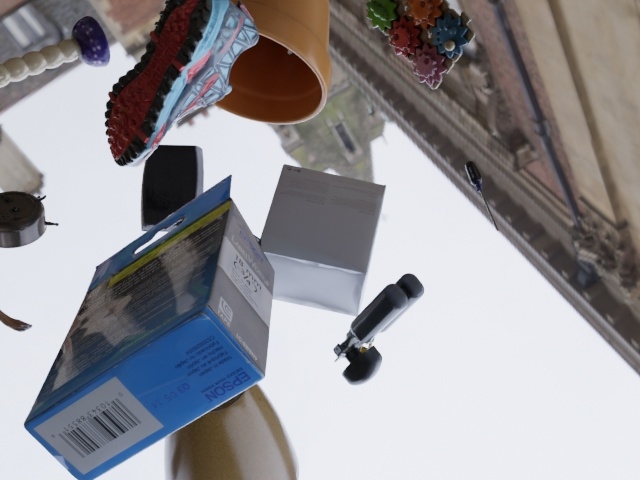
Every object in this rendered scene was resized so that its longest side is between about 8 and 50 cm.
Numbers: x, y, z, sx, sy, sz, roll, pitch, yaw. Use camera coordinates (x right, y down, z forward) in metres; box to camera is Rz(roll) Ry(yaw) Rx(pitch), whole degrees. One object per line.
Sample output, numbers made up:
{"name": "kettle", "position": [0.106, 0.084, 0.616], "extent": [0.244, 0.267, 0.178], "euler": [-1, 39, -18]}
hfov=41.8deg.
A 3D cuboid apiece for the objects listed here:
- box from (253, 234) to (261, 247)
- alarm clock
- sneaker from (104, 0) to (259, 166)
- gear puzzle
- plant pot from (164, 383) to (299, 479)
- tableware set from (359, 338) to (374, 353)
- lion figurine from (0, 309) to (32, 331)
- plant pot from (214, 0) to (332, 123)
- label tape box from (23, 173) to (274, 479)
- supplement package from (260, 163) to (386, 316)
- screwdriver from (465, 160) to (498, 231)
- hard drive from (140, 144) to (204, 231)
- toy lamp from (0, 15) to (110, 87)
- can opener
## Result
{"name": "box", "position": [-0.126, 0.008, 1.266], "extent": [0.018, 0.083, 0.067], "euler": [-32, -140, 31]}
{"name": "alarm clock", "position": [-0.626, -0.039, 1.648], "extent": [0.192, 0.064, 0.129], "euler": [-23, -132, -28]}
{"name": "sneaker", "position": [-0.165, -0.182, 1.032], "extent": [0.262, 0.125, 0.104], "euler": [-48, -123, 29]}
{"name": "gear puzzle", "position": [0.163, -0.479, 1.711], "extent": [0.044, 0.175, 0.339], "euler": [-24, -110, -41]}
{"name": "plant pot", "position": [-0.164, 0.318, 1.403], "extent": [0.237, 0.254, 0.237], "euler": [-3, -140, 3]}
{"name": "tableware set", "position": [0.080, 0.211, 1.576], "extent": [0.024, 0.154, 0.104], "euler": [15, -103, 3]}
{"name": "lion figurine", "position": [-0.665, 0.126, 1.270], "extent": [0.392, 0.142, 0.240], "euler": [-22, -118, -23]}
{"name": "plant pot", "position": [-0.102, -0.379, 1.555], "extent": [0.291, 0.291, 0.203], "euler": [0, -119, 35]}
{"name": "label tape box", "position": [-0.176, 0.085, 0.968], "extent": [0.241, 0.106, 0.333], "euler": [-32, -158, 14]}
{"name": "supplement package", "position": [0.000, 0.000, 1.509], "extent": [0.194, 0.149, 0.203], "euler": [12, -126, 4]}
{"name": "screwdriver", "position": [0.294, -0.080, 1.535], "extent": [0.025, 0.024, 0.170], "euler": [-10, -128, 3]}
{"name": "hard drive", "position": [-0.409, -0.149, 2.307], "extent": [0.172, 0.054, 0.254], "euler": [2, -110, -3]}
{"name": "toy lamp", "position": [-0.404, -0.210, 1.067], "extent": [0.275, 0.080, 0.080], "euler": [-28, -149, -31]}
{"name": "can opener", "position": [0.097, 0.147, 1.384], "extent": [0.074, 0.280, 0.093], "euler": [-31, -108, -33]}
